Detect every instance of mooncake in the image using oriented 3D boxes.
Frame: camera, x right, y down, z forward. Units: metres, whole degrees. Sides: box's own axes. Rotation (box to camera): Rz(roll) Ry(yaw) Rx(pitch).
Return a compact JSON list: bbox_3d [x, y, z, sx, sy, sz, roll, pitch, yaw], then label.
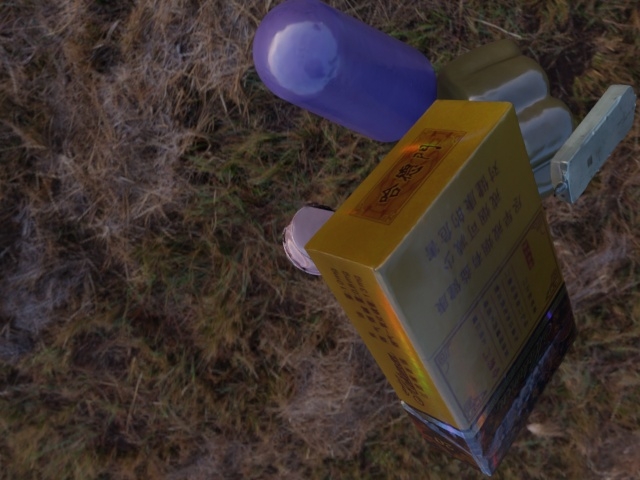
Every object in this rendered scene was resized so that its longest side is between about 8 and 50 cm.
[{"bbox_3d":[0.411,-0.249,1.290,0.200,0.378,0.378,-25,124,5],"label":"mooncake"}]

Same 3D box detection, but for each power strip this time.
[{"bbox_3d":[0.388,-0.137,0.833,0.227,0.029,0.080,-46,132,-21],"label":"power strip"}]

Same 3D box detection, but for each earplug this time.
[{"bbox_3d":[0.047,-0.320,1.098,0.215,0.215,0.456,-46,160,23],"label":"earplug"}]

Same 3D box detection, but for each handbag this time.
[{"bbox_3d":[-0.001,0.001,1.532,0.205,0.179,0.116,12,152,-22],"label":"handbag"}]

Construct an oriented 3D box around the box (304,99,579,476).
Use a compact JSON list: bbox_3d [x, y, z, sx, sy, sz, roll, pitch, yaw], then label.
[{"bbox_3d":[0.180,0.074,0.723,0.264,0.115,0.415,-49,129,-22],"label":"box"}]
